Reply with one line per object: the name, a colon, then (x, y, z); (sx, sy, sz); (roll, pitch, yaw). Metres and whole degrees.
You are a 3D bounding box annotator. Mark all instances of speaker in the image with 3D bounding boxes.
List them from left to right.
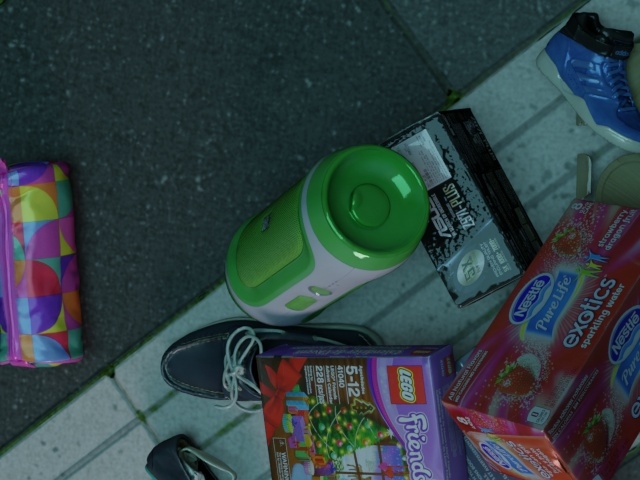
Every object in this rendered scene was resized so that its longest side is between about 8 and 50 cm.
speaker: (0.000, 0.000, 1.669); (0.131, 0.296, 0.131); (6, 74, -19)

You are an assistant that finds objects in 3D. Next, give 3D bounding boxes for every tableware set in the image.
tableware set: (0.319, -0.097, 1.687); (0.128, 0.039, 0.194); (4, 91, 33)

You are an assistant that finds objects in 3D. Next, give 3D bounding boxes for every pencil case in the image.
pencil case: (-0.318, 0.023, 1.874); (0.104, 0.104, 0.236); (-5, 95, 18)

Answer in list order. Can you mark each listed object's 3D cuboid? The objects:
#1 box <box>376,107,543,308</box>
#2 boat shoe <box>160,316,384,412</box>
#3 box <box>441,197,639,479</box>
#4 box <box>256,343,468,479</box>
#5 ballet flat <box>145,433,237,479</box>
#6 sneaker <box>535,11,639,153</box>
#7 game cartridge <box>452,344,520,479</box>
box: (0.142, -0.036, 1.694); (0.077, 0.147, 0.180); (-29, 87, 18)
boat shoe: (-0.059, 0.134, 1.812); (0.254, 0.079, 0.095); (2, 98, 18)
box: (0.245, 0.098, 1.585); (0.128, 0.122, 0.257); (12, 59, 47)
box: (0.049, 0.250, 1.706); (0.201, 0.057, 0.293); (-3, 99, 31)
ballet flat: (-0.104, 0.288, 1.850); (0.203, 0.074, 0.074); (45, 107, 11)
sneaker: (0.281, -0.159, 1.653); (0.152, 0.058, 0.084); (53, 124, 29)
game cartridge: (0.176, 0.273, 1.698); (0.196, 0.060, 0.294); (-40, 79, 28)
